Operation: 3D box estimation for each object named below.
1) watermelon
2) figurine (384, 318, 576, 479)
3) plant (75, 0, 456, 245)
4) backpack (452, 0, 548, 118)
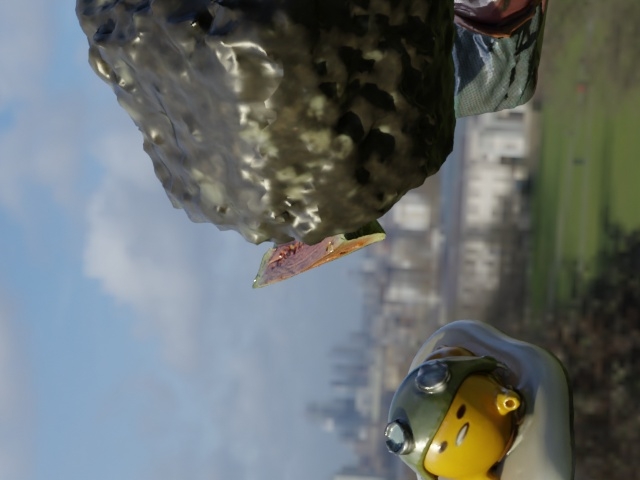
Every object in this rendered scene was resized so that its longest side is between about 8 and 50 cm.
[{"bbox_3d":[-0.001,-0.013,1.626,0.163,0.087,0.069,-28,84,53],"label":"watermelon"},{"bbox_3d":[0.094,0.134,1.486,0.166,0.141,0.250,-59,32,9],"label":"figurine"},{"bbox_3d":[-0.039,-0.170,1.153,0.213,0.215,0.312,-36,-58,-35],"label":"plant"},{"bbox_3d":[0.125,-0.310,1.743,0.317,0.197,0.283,93,156,-47],"label":"backpack"}]
